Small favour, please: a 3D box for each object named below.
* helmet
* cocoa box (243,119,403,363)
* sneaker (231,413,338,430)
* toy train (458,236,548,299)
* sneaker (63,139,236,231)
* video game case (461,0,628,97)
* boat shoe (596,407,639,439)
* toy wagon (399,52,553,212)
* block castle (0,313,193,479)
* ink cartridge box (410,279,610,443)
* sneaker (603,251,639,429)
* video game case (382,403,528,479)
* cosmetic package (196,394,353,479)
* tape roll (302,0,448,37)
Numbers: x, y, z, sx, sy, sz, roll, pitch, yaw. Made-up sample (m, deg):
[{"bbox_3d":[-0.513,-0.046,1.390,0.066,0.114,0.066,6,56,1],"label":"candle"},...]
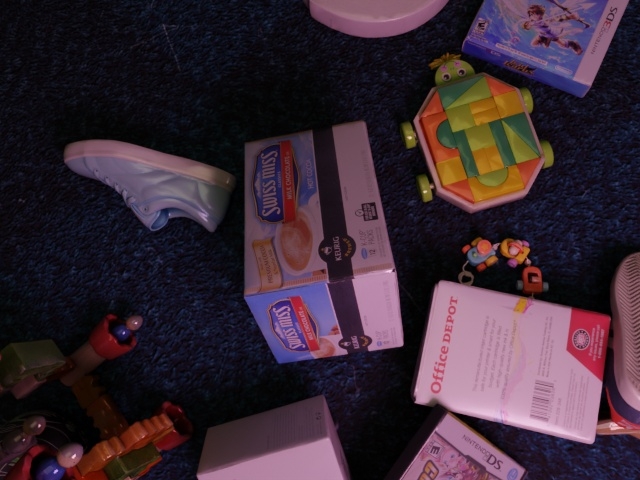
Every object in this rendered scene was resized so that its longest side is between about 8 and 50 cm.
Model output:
[{"bbox_3d":[-0.539,0.402,1.087,0.161,0.169,0.169,32,84,-6],"label":"helmet"},{"bbox_3d":[0.000,0.000,1.013,0.228,0.231,0.347,-10,51,5],"label":"cocoa box"},{"bbox_3d":[-0.068,0.374,1.103,0.209,0.069,0.082,-6,105,-1],"label":"sneaker"},{"bbox_3d":[0.353,0.047,1.113,0.166,0.046,0.125,7,65,8],"label":"toy train"},{"bbox_3d":[-0.363,-0.104,1.178,0.366,0.135,0.150,12,78,8],"label":"sneaker"},{"bbox_3d":[0.469,-0.460,1.204,0.269,0.061,0.244,25,82,10],"label":"video game case"},{"bbox_3d":[0.585,0.334,1.045,0.190,0.068,0.072,-11,90,3],"label":"boat shoe"},{"bbox_3d":[0.299,-0.232,1.173,0.267,0.068,0.344,-16,79,2],"label":"toy wagon"},{"bbox_3d":[-0.405,0.273,0.953,0.213,0.453,0.303,-39,77,5],"label":"block castle"},{"bbox_3d":[0.336,0.214,1.055,0.306,0.131,0.226,12,81,9],"label":"ink cartridge box"},{"bbox_3d":[0.563,0.174,1.036,0.131,0.148,0.350,18,50,18],"label":"sneaker"},{"bbox_3d":[0.207,0.454,1.001,0.248,0.035,0.275,40,83,-25],"label":"video game case"},{"bbox_3d":[-0.065,0.423,1.010,0.225,0.138,0.224,-17,107,1],"label":"cosmetic package"},{"bbox_3d":[0.121,-0.633,1.264,0.392,0.072,0.392,-1,79,4],"label":"tape roll"}]
